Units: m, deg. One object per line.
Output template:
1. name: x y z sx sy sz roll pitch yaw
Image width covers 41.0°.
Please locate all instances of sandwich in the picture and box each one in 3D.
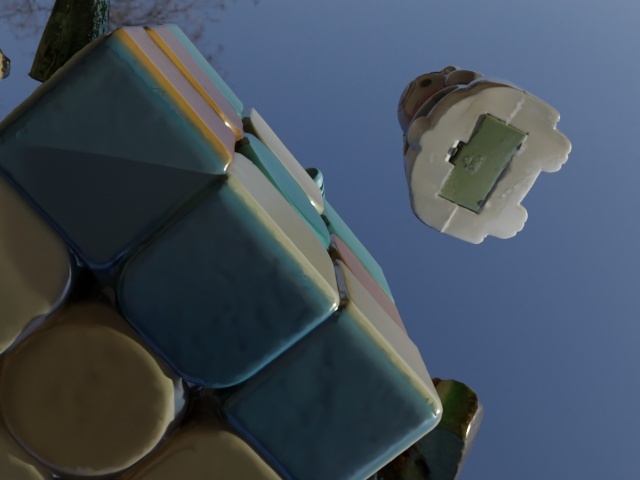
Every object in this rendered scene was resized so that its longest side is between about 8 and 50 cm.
1. sandwich: 0.033 0.210 1.030 0.301 0.250 0.162 46 -140 18

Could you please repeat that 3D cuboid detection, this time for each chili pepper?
1. chili pepper: -0.257 -0.276 0.953 0.088 0.227 0.059 17 -164 -8

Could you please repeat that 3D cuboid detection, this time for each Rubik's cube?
1. Rubik's cube: -0.155 0.058 0.707 0.347 0.344 0.346 -39 -167 8

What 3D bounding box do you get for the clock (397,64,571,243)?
1. clock: 0.168 -0.129 1.039 0.188 0.189 0.254 -5 -156 -3

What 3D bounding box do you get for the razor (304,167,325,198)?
1. razor: 0.000 0.000 1.225 0.042 0.253 0.082 -29 -134 -20

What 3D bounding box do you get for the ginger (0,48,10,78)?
1. ginger: -0.467 -0.191 0.870 0.290 0.084 0.122 4 -174 -5
